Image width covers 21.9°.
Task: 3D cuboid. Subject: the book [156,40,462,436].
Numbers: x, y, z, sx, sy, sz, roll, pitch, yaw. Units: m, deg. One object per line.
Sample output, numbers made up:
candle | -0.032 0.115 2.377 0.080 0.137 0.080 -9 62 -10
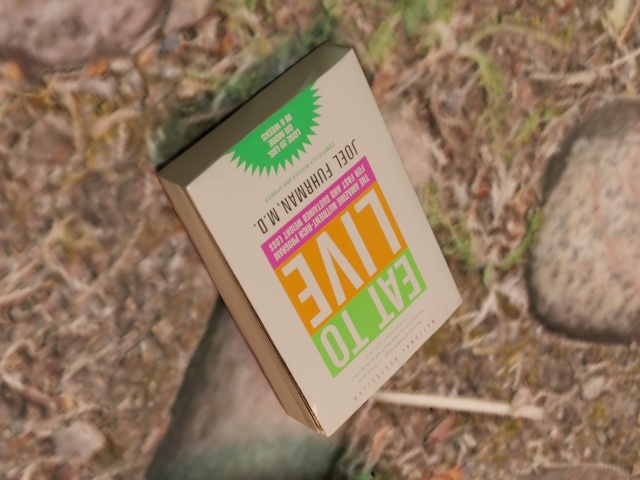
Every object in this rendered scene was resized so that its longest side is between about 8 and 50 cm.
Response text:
book | 0.000 0.000 0.712 0.096 0.035 0.144 -41 126 -19
